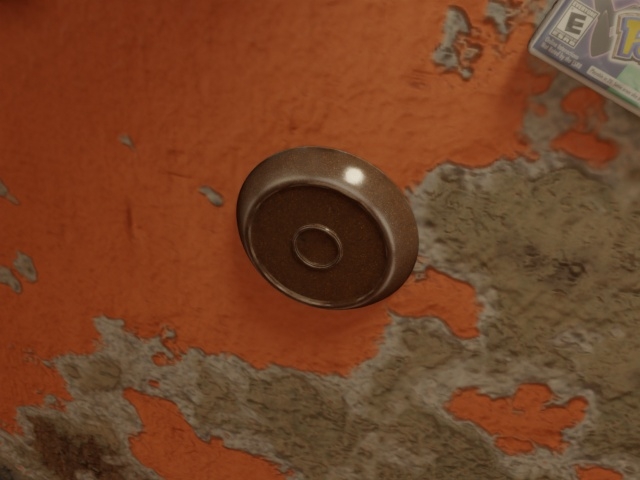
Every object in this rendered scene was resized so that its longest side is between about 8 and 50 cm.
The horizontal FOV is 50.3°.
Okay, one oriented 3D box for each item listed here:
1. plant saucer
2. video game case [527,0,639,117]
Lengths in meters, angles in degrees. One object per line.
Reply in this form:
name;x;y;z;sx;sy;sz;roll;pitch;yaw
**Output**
plant saucer;0.000;0.000;0.594;0.169;0.029;0.168;10;126;14
video game case;0.262;-0.142;0.405;0.201;0.023;0.183;30;127;-1
